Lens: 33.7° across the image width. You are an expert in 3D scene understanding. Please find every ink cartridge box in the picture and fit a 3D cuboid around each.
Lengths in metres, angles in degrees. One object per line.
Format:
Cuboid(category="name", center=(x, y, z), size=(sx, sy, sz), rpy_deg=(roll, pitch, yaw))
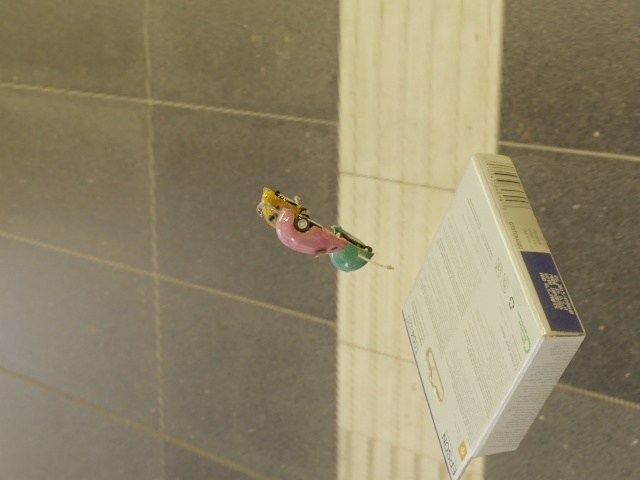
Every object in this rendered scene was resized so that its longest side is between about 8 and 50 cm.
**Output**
Cuboid(category="ink cartridge box", center=(0.220, 0.109, 1.436), size=(0.330, 0.072, 0.324), rpy_deg=(108, 158, -43))

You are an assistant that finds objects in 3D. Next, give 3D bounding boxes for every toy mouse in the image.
Cuboid(category="toy mouse", center=(0.000, 0.000, 0.928), size=(0.143, 0.161, 0.031), rpy_deg=(33, 96, 19))
